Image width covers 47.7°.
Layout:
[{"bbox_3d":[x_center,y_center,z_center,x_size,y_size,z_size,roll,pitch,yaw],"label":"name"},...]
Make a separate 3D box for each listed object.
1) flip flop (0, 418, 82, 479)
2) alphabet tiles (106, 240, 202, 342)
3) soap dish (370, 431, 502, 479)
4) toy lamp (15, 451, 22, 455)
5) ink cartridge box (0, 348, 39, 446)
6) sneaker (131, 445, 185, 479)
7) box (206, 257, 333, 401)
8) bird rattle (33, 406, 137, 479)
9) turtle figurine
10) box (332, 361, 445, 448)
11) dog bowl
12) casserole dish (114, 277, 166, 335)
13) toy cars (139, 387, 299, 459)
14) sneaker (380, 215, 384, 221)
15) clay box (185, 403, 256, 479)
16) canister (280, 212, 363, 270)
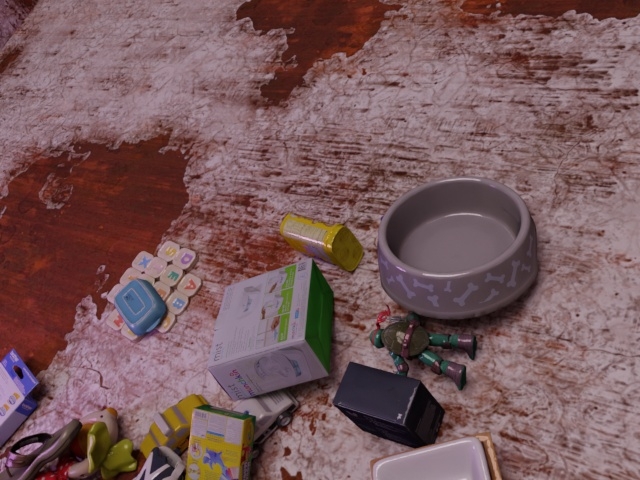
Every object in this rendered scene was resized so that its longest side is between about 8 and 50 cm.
[{"bbox_3d":[-0.660,0.484,1.656,0.277,0.080,0.112,-38,19,19],"label":"flip flop"},{"bbox_3d":[-0.449,0.131,1.934,0.278,0.021,0.284,22,71,38],"label":"alphabet tiles"},{"bbox_3d":[0.216,0.494,1.225,0.229,0.118,0.290,-20,50,17],"label":"soap dish"},{"bbox_3d":[-0.808,0.642,1.740,0.080,0.080,0.274,30,75,41],"label":"toy lamp"},{"bbox_3d":[-0.871,0.459,1.916,0.186,0.065,0.311,32,79,41],"label":"ink cartridge box"},{"bbox_3d":[-0.357,0.512,1.540,0.235,0.094,0.153,-33,19,56],"label":"sneaker"},{"bbox_3d":[-0.104,0.189,1.577,0.231,0.126,0.262,-20,34,17],"label":"box"},{"bbox_3d":[-0.546,0.502,1.689,0.253,0.143,0.207,-35,34,21],"label":"bird rattle"},{"bbox_3d":[0.184,0.217,1.449,0.234,0.118,0.175,10,69,26],"label":"turtle figurine"},{"bbox_3d":[0.132,0.316,1.373,0.156,0.158,0.093,9,63,34],"label":"box"},{"bbox_3d":[0.277,-0.001,1.495,0.349,0.102,0.348,-10,41,9],"label":"dog bowl"},{"bbox_3d":[-0.477,0.166,1.885,0.114,0.037,0.188,-44,47,-5],"label":"casserole dish"},{"bbox_3d":[-0.239,0.399,1.575,0.394,0.087,0.176,-14,53,21],"label":"toy cars"},{"bbox_3d":[0.208,-0.084,1.680,0.170,0.068,0.071,-35,37,1],"label":"sneaker"},{"bbox_3d":[-0.208,0.460,1.483,0.128,0.053,0.222,7,92,25],"label":"clay box"},{"bbox_3d":[0.000,0.000,1.698,0.170,0.126,0.073,18,68,39],"label":"canister"}]
